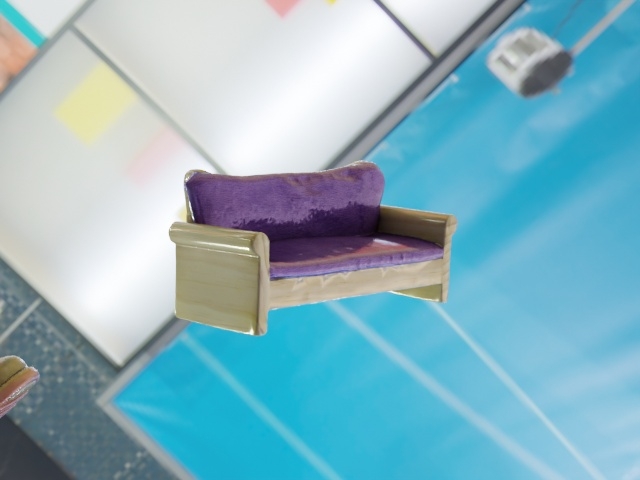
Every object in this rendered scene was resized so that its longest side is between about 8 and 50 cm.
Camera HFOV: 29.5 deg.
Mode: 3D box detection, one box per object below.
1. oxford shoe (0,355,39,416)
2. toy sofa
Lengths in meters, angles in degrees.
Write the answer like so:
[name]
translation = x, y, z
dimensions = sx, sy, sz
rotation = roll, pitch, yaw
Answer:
[oxford shoe]
translation = -0.551, 0.230, 1.592
dimensions = 0.146, 0.397, 0.140
rotation = 62, -166, 1
[toy sofa]
translation = 0.000, 0.000, 1.487
dimensions = 0.150, 0.177, 0.362
rotation = 10, -169, 43
